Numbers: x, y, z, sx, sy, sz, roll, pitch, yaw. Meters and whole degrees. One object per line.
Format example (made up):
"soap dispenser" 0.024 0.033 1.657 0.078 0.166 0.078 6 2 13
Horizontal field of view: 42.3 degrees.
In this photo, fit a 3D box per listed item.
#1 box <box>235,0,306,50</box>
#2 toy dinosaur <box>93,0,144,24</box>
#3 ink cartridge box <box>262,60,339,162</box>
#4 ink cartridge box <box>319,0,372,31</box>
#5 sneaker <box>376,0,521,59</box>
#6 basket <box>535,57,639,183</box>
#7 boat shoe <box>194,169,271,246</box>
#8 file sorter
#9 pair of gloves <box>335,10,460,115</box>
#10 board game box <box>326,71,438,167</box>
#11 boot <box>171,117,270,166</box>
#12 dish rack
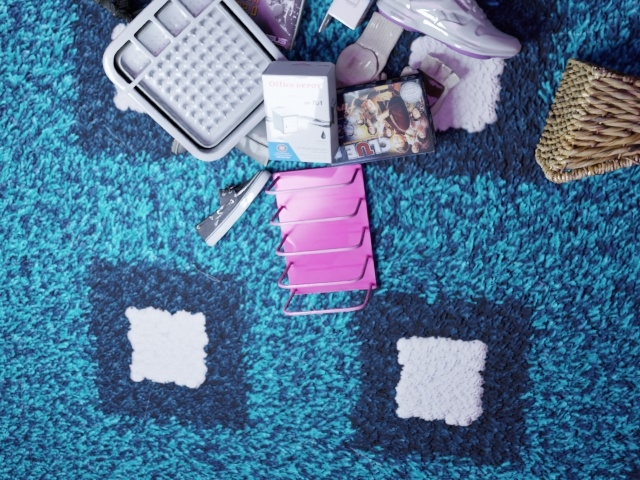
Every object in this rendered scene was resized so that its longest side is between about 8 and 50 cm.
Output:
"box" -0.144 -0.517 1.732 0.230 0.056 0.183 17 109 4
"toy dinosaur" -0.386 -0.570 1.730 0.322 0.164 0.218 36 96 37
"ink cartridge box" -0.040 -0.264 1.702 0.139 0.082 0.191 4 123 12
"ink cartridge box" 0.077 -0.497 1.671 0.067 0.115 0.198 32 110 -1
"sneaker" 0.270 -0.462 1.649 0.305 0.114 0.152 25 110 1
"basket" 0.557 -0.210 1.584 0.213 0.299 0.223 18 106 2
"boat shoe" -0.204 -0.086 1.867 0.076 0.080 0.228 41 116 -6
"file sorter" 0.000 0.000 1.799 0.202 0.182 0.291 -5 106 10
"pair of gloves" 0.149 -0.338 1.747 0.240 0.042 0.204 39 109 -3
"board game box" 0.112 -0.250 1.745 0.243 0.042 0.165 -8 119 19
"boot" -0.203 -0.226 1.829 0.208 0.076 0.190 31 109 -7
"dish rack" -0.247 -0.356 1.692 0.285 0.072 0.333 -44 122 3
